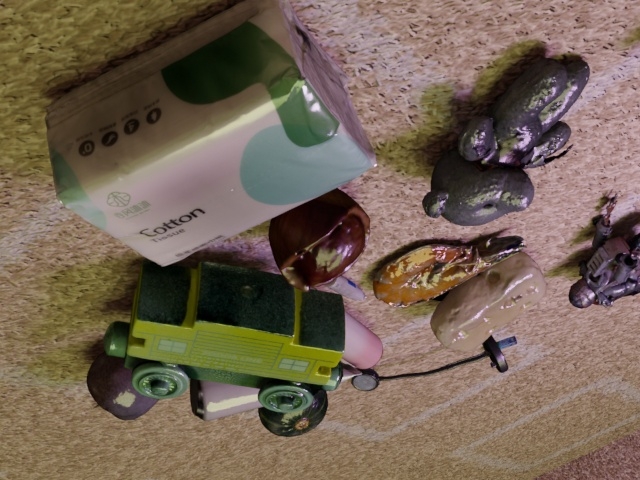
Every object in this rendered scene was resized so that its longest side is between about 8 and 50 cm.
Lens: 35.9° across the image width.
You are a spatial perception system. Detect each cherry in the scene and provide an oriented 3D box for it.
[{"bbox_3d":[-0.371,0.268,1.922,0.176,0.140,0.176,-35,156,-19],"label":"cherry"}]

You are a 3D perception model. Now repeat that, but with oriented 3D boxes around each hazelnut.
[{"bbox_3d":[0.006,-0.006,1.633,0.170,0.161,0.201,-34,141,24],"label":"hazelnut"}]

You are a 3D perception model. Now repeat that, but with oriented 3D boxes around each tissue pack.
[{"bbox_3d":[-0.138,-0.135,1.297,0.356,0.194,0.266,-25,151,13],"label":"tissue pack"}]

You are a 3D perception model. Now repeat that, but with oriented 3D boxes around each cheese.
[{"bbox_3d":[0.356,0.134,2.094,0.263,0.093,0.159,-36,143,5],"label":"cheese"}]

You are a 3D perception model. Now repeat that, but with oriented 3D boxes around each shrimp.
[{"bbox_3d":[0.248,0.043,1.953,0.316,0.062,0.164,-22,146,10],"label":"shrimp"}]

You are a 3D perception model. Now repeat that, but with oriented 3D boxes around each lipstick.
[{"bbox_3d":[0.033,0.186,2.046,0.087,0.087,0.327,-26,150,14],"label":"lipstick"}]

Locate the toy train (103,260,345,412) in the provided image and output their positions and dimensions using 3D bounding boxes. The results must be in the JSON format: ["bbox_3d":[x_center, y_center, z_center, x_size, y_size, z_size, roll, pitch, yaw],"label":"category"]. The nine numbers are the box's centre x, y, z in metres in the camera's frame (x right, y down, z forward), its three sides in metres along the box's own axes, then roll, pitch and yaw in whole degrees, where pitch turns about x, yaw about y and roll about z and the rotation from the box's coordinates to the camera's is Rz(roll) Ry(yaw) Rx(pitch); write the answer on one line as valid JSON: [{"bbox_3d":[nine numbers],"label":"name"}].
[{"bbox_3d":[-0.155,0.170,1.761,0.442,0.179,0.272,10,139,-13],"label":"toy train"}]

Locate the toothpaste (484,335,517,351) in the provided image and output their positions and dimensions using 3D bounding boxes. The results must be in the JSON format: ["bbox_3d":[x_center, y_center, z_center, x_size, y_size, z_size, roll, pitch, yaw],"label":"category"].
[{"bbox_3d":[0.452,0.263,2.479,0.083,0.017,0.020,-20,151,3],"label":"toothpaste"}]

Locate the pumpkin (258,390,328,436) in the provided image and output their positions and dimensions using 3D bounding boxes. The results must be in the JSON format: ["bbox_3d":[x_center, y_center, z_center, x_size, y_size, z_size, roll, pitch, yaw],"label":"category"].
[{"bbox_3d":[-0.063,0.380,2.288,0.167,0.125,0.167,-15,151,-9],"label":"pumpkin"}]

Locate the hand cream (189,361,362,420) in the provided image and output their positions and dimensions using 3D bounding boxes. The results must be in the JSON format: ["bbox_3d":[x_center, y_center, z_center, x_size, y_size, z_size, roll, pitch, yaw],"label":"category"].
[{"bbox_3d":[-0.104,0.305,2.144,0.358,0.118,0.185,-8,-176,-17],"label":"hand cream"}]

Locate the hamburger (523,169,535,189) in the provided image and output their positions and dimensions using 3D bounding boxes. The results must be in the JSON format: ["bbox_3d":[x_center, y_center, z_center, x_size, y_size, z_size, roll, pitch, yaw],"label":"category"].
[{"bbox_3d":[0.328,-0.097,1.763,0.121,0.054,0.084,2,148,-18],"label":"hamburger"}]

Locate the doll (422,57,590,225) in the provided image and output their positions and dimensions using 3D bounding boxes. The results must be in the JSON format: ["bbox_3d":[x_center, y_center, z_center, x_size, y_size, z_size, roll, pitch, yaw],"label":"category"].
[{"bbox_3d":[0.305,-0.137,1.572,0.245,0.158,0.340,-2,146,-48],"label":"doll"}]

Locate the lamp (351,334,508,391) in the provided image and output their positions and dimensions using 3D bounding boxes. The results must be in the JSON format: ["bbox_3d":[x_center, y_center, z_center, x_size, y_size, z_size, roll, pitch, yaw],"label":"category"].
[{"bbox_3d":[0.262,0.294,2.390,0.371,0.109,0.130,-14,131,14],"label":"lamp"}]

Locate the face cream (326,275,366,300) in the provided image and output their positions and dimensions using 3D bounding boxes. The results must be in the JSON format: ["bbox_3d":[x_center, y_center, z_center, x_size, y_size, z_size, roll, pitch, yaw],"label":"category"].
[{"bbox_3d":[0.050,0.094,1.953,0.034,0.034,0.130,-29,148,20],"label":"face cream"}]

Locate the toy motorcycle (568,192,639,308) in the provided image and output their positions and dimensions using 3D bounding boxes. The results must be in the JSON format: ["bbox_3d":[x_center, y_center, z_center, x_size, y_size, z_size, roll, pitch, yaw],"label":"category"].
[{"bbox_3d":[0.625,0.042,2.082,0.207,0.134,0.401,-22,152,-5],"label":"toy motorcycle"}]

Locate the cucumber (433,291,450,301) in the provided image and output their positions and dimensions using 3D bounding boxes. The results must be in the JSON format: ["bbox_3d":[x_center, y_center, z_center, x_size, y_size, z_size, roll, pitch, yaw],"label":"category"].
[{"bbox_3d":[0.240,0.110,2.086,0.134,0.033,0.034,6,114,-43],"label":"cucumber"}]
